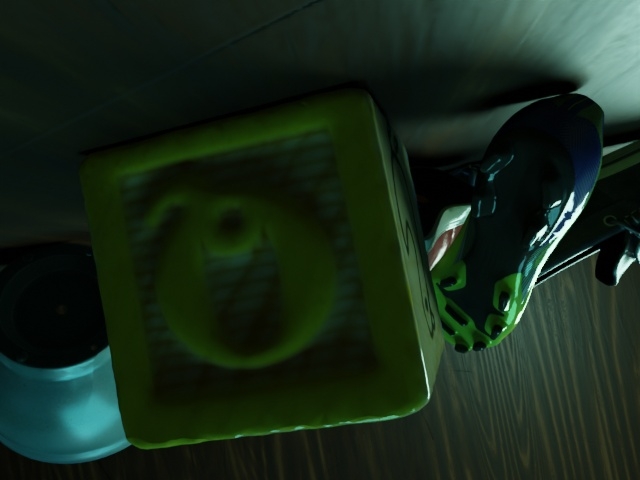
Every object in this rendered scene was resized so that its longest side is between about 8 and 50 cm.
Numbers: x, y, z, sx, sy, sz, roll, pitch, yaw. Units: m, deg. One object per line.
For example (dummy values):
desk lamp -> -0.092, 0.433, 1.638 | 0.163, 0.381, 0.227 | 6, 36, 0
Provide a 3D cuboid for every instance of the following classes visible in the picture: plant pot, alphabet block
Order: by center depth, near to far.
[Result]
alphabet block -> -0.024, 0.021, 0.448 | 0.193, 0.193, 0.197 | -13, 177, 13
plant pot -> -0.333, 0.126, 0.826 | 0.293, 0.293, 0.196 | -10, 150, -17

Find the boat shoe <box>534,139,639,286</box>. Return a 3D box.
boat shoe -> 0.378, -0.022, 0.804 | 0.500, 0.156, 0.187 | -22, 162, 12

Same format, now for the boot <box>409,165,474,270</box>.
boot -> 0.089, 0.025, 0.672 | 0.088, 0.176, 0.244 | 27, -149, 18

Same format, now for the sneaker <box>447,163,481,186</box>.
sneaker -> 0.203, -0.073, 0.768 | 0.135, 0.052, 0.058 | -14, 168, 28

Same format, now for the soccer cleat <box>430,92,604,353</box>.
soccer cleat -> 0.165, 0.001, 0.540 | 0.121, 0.093, 0.289 | -39, 155, -31
